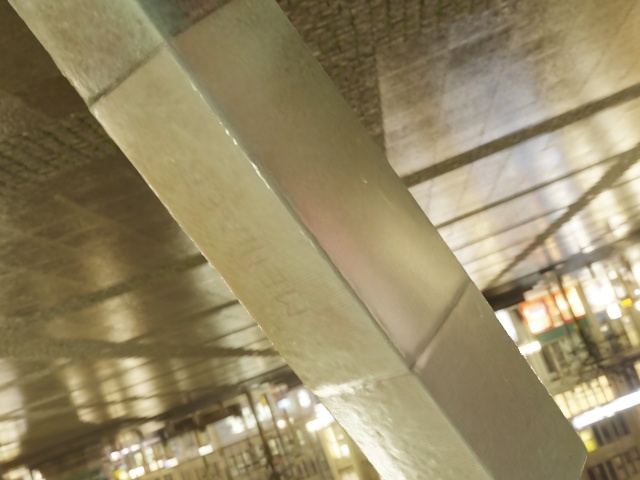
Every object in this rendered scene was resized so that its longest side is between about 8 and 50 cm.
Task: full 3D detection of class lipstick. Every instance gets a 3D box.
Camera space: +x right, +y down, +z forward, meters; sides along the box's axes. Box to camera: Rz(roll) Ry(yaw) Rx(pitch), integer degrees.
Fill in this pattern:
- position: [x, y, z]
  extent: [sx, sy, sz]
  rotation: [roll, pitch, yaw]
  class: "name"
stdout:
- position: [0.000, 0.000, 0.438]
  extent: [0.076, 0.371, 0.080]
  rotation: [-23, -161, 45]
  class: "lipstick"
